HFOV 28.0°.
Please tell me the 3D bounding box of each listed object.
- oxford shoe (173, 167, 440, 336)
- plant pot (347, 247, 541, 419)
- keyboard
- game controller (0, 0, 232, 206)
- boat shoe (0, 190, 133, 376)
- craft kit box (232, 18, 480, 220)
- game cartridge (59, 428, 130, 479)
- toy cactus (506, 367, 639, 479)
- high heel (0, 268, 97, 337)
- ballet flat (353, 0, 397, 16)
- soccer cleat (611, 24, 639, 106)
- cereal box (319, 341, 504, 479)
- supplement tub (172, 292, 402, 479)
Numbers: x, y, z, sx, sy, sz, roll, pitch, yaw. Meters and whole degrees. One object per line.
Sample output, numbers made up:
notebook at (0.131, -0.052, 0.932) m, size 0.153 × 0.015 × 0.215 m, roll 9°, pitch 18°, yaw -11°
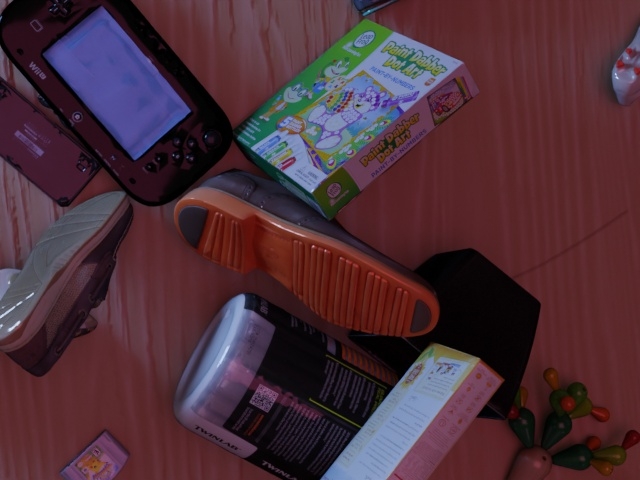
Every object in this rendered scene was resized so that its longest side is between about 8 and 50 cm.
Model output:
oxford shoe at (0.000, 0.000, 1.618) m, size 0.364 × 0.130 × 0.132 m, roll 27°, pitch 45°, yaw 16°
plant pot at (0.180, 0.115, 1.712) m, size 0.187 × 0.188 × 0.167 m, roll 38°, pitch 76°, yaw -12°
keyboard at (-0.362, -0.138, 1.648) m, size 0.180 × 0.023 × 0.108 m, roll 41°, pitch 90°, yaw -13°
game controller at (-0.260, -0.198, 1.635) m, size 0.166 × 0.067 × 0.319 m, roll -45°, pitch 101°, yaw -22°
boat shoe at (-0.308, 0.050, 1.587) m, size 0.092 × 0.103 × 0.285 m, roll 61°, pitch 36°, yaw -29°
craft kit box at (0.036, -0.160, 1.622) m, size 0.247 × 0.250 × 0.061 m, roll -39°, pitch 124°, yaw -10°
game cartridge at (-0.294, 0.296, 1.691) m, size 0.083 × 0.017 × 0.056 m, roll -44°, pitch 105°, yaw -7°
toy cactus at (0.328, 0.283, 1.800) m, size 0.219 × 0.112 × 0.180 m, roll 30°, pitch 96°, yaw -21°
high heel at (-0.433, 0.122, 1.638) m, size 0.261 × 0.093 × 0.186 m, roll 16°, pitch 128°, yaw -36°
ballet flat at (0.135, -0.364, 1.726) m, size 0.203 × 0.074 × 0.074 m, roll -20°, pitch 97°, yaw -9°
soccer cleat at (0.471, -0.272, 1.817) m, size 0.068 × 0.076 × 0.196 m, roll 31°, pitch 67°, yaw 26°
cereal box at (0.097, 0.231, 1.500) m, size 0.047 × 0.173 × 0.240 m, roll 41°, pitch 83°, yaw -13°
supplement tub at (-0.014, 0.218, 1.660) m, size 0.316 × 0.193 × 0.193 m, roll 30°, pitch 86°, yaw -12°
